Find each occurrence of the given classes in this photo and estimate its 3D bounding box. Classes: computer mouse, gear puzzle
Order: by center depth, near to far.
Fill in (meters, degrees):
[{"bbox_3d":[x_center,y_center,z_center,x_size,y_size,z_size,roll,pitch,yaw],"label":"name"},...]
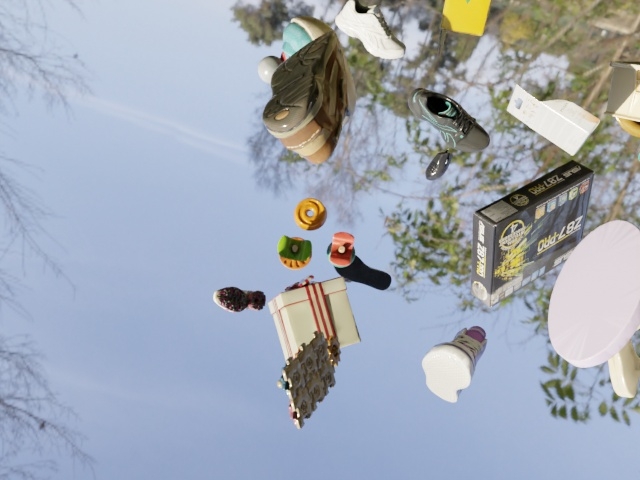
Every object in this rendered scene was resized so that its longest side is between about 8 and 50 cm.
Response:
[{"bbox_3d":[-0.021,0.333,1.682,0.044,0.175,0.339,-9,-167,26],"label":"gear puzzle"},{"bbox_3d":[0.398,-0.269,1.947,0.071,0.242,0.041,0,-134,-37],"label":"computer mouse"}]

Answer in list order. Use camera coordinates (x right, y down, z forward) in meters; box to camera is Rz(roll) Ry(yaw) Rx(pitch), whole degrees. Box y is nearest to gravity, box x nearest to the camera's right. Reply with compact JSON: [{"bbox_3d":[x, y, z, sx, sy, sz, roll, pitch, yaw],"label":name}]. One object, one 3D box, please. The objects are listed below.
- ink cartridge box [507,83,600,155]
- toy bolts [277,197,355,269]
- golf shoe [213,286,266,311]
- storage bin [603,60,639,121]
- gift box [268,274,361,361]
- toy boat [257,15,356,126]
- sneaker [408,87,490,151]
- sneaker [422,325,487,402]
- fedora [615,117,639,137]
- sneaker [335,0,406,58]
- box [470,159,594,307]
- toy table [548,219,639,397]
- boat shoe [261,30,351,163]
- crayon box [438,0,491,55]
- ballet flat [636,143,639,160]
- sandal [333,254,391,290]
[{"bbox_3d":[0.491,-0.266,1.368,0.179,0.045,0.145,41,177,13],"label":"ink cartridge box"},{"bbox_3d":[0.000,0.000,1.965,0.229,0.218,0.158,15,168,3],"label":"toy bolts"},{"bbox_3d":[-0.233,0.162,1.746,0.086,0.067,0.186,0,170,33],"label":"golf shoe"},{"bbox_3d":[0.833,-0.328,1.447,0.262,0.123,0.260,-9,-156,-31],"label":"storage bin"},{"bbox_3d":[-0.013,0.251,2.168,0.277,0.255,0.258,-14,-99,-23],"label":"gift box"},{"bbox_3d":[-0.038,-0.382,1.473,0.148,0.267,0.318,-28,-147,-8],"label":"toy boat"},{"bbox_3d":[0.364,-0.328,1.780,0.267,0.101,0.106,29,179,-13],"label":"sneaker"},{"bbox_3d":[0.291,0.228,1.344,0.102,0.282,0.161,32,-108,16],"label":"sneaker"},{"bbox_3d":[0.851,-0.364,1.708,0.194,0.194,0.079,16,180,0],"label":"fedora"},{"bbox_3d":[0.159,-0.623,1.878,0.232,0.115,0.090,32,-132,-3],"label":"sneaker"},{"bbox_3d":[0.617,-0.020,1.893,0.395,0.318,0.097,-26,-136,-21],"label":"box"},{"bbox_3d":[0.530,0.122,1.131,0.161,0.274,0.252,36,169,-24],"label":"toy table"},{"bbox_3d":[-0.011,-0.236,1.071,0.120,0.123,0.324,51,-148,-28],"label":"boat shoe"},{"bbox_3d":[0.278,-0.506,1.125,0.081,0.318,0.202,13,-134,9],"label":"crayon box"},{"bbox_3d":[0.684,-0.228,1.244,0.074,0.203,0.074,3,-117,-5],"label":"ballet flat"},{"bbox_3d":[0.146,0.116,2.394,0.255,0.097,0.054,30,-177,-22],"label":"sandal"}]
